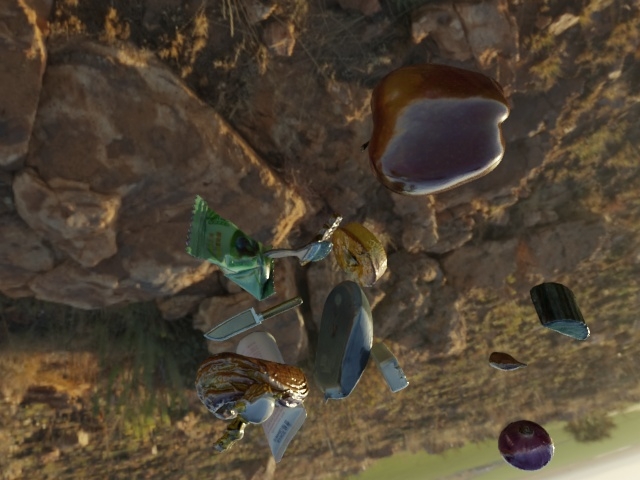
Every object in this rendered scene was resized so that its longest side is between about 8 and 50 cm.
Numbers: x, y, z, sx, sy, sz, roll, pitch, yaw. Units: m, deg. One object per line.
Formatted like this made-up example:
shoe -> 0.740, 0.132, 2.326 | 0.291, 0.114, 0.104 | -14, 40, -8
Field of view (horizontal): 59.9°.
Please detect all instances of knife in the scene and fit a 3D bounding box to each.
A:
knife -> -0.224, 0.254, 1.845 | 0.343, 0.061, 0.027 | -25, 171, -4

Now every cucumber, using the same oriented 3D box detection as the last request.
cucumber -> 0.543, 0.155, 1.244 | 0.117, 0.115, 0.062 | 19, 132, -14

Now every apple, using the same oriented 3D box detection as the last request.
apple -> 0.244, -0.243, 1.220 | 0.317, 0.288, 0.288 | -5, 152, 10

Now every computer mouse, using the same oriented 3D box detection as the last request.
computer mouse -> 0.077, 0.310, 1.687 | 0.122, 0.370, 0.188 | 19, 168, -28

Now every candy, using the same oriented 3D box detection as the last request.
candy -> -0.316, 0.028, 1.945 | 0.172, 0.262, 0.398 | -30, 136, 15

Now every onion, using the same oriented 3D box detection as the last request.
onion -> 0.440, 0.442, 1.189 | 0.115, 0.115, 0.104 | -15, 106, -3

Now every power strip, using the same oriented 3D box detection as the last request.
power strip -> 0.206, 0.387, 1.734 | 0.058, 0.098, 0.338 | -27, 179, -1

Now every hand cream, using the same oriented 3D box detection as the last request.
hand cream -> -0.133, 0.400, 1.519 | 0.118, 0.358, 0.185 | 15, 116, -33

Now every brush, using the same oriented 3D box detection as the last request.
brush -> -0.056, 0.029, 1.358 | 0.196, 0.021, 0.070 | -3, 141, -39

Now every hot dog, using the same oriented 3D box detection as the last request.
hot dog -> -0.140, 0.318, 1.204 | 0.196, 0.122, 0.272 | -15, 154, 21

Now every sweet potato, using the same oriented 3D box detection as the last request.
sweet potato -> 0.516, 0.333, 1.521 | 0.049, 0.049, 0.117 | 4, 176, -33

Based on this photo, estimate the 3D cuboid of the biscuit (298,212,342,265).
biscuit -> 0.000, 0.000, 1.503 | 0.175, 0.026, 0.124 | -53, 172, 14

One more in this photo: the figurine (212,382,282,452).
figurine -> -0.141, 0.329, 1.034 | 0.143, 0.068, 0.101 | -40, 160, -35

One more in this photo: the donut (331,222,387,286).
donut -> 0.134, 0.049, 2.036 | 0.118, 0.253, 0.253 | -36, 159, -27
